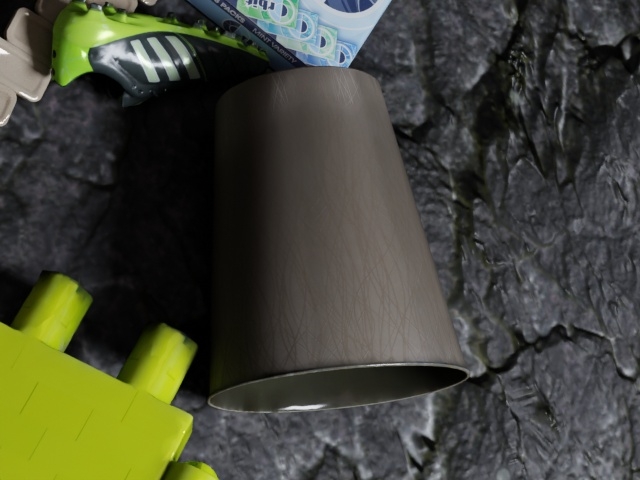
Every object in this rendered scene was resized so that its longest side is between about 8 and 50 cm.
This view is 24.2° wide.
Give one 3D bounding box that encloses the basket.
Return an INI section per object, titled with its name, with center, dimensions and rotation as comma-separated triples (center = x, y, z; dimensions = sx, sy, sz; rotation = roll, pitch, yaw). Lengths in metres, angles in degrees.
[basket]
center = 0.000, 0.000, 1.100
dimensions = 0.204, 0.154, 0.227
rotation = 3, 71, -33

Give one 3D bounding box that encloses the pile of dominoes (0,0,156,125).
[pile of dominoes]
center = -0.251, -0.194, 1.089
dimensions = 0.251, 0.040, 0.196
rotation = -46, 115, -26

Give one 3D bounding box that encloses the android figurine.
[android figurine]
center = -0.196, 0.157, 0.982
dimensions = 0.248, 0.056, 0.273
rotation = 27, 65, 5

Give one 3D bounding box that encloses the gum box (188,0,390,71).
[gum box]
center = -0.014, -0.231, 1.213
dimensions = 0.157, 0.041, 0.184
rotation = 37, 63, -13

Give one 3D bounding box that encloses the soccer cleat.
[soccer cleat]
center = -0.122, -0.135, 1.132
dimensions = 0.178, 0.060, 0.072
rotation = 6, 106, -34
